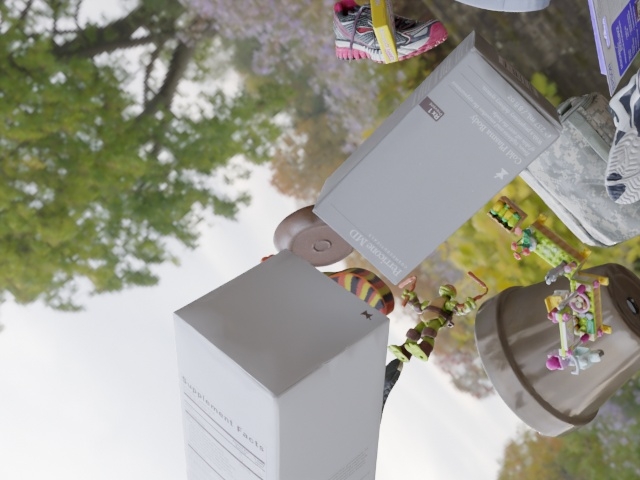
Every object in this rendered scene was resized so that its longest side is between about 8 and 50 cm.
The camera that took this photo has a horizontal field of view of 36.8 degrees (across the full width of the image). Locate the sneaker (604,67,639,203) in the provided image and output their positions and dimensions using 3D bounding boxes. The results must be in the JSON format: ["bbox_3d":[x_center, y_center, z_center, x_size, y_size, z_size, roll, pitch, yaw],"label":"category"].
[{"bbox_3d":[0.512,-0.177,1.556,0.094,0.235,0.153,10,-172,6],"label":"sneaker"}]

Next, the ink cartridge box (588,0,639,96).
[{"bbox_3d":[0.451,-0.364,1.474,0.045,0.208,0.206,11,140,37],"label":"ink cartridge box"}]

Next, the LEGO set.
[{"bbox_3d":[0.329,0.068,1.398,0.107,0.132,0.287,-31,-82,-39],"label":"LEGO set"}]

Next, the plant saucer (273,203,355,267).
[{"bbox_3d":[0.000,0.000,2.029,0.198,0.198,0.036,41,-151,-45],"label":"plant saucer"}]

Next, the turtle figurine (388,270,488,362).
[{"bbox_3d":[0.238,0.170,2.120,0.269,0.217,0.087,3,138,49],"label":"turtle figurine"}]

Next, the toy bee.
[{"bbox_3d":[-0.036,0.093,1.625,0.195,0.298,0.162,-64,-46,-87],"label":"toy bee"}]

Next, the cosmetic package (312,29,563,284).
[{"bbox_3d":[0.116,-0.083,0.985,0.127,0.238,0.107,40,-158,-8],"label":"cosmetic package"}]

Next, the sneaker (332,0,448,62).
[{"bbox_3d":[0.120,-0.412,1.879,0.299,0.121,0.112,15,124,49],"label":"sneaker"}]

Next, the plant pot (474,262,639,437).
[{"bbox_3d":[0.520,0.190,1.934,0.323,0.280,0.323,28,-139,-28],"label":"plant pot"}]

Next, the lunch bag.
[{"bbox_3d":[0.555,-0.139,1.910,0.305,0.212,0.256,48,-179,0],"label":"lunch bag"}]

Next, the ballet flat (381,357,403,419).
[{"bbox_3d":[0.150,0.348,2.230,0.049,0.173,0.057,22,-167,-19],"label":"ballet flat"}]

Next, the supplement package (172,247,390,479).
[{"bbox_3d":[-0.046,0.193,1.130,0.175,0.177,0.293,34,137,34],"label":"supplement package"}]

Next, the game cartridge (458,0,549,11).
[{"bbox_3d":[0.265,-0.502,1.626,0.297,0.198,0.062,30,-145,32],"label":"game cartridge"}]

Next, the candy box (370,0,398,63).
[{"bbox_3d":[0.097,-0.399,1.541,0.105,0.027,0.206,51,-147,-63],"label":"candy box"}]
